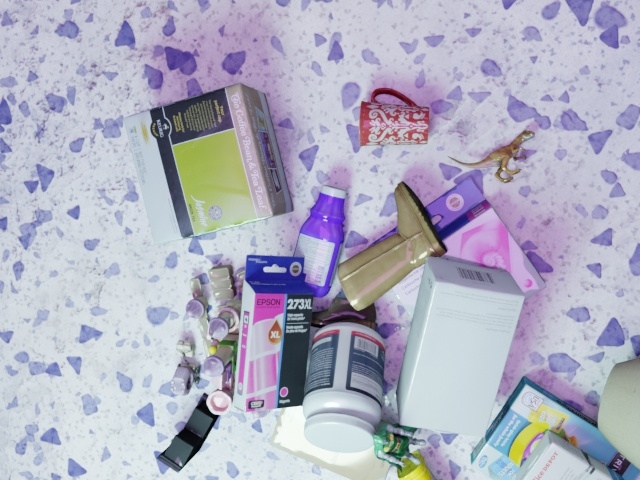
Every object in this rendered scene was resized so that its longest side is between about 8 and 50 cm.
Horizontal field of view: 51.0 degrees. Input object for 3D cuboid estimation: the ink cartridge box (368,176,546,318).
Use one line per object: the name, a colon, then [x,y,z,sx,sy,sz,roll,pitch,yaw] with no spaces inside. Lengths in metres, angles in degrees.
ink cartridge box: [0.334,0.065,1.684,0.324,0.071,0.330,-36,89,13]

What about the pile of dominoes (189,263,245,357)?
pile of dominoes: [-0.242,0.192,1.841,0.195,0.040,0.251,-8,101,12]

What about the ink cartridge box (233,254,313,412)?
ink cartridge box: [-0.110,0.223,1.633,0.069,0.175,0.371,4,90,53]

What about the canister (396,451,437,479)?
canister: [0.273,0.642,1.719,0.073,0.126,0.170,-35,90,4]

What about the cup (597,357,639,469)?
cup: [0.774,0.394,1.522,0.236,0.331,0.332,13,98,35]

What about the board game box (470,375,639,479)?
board game box: [0.586,0.539,1.668,0.336,0.079,0.254,31,100,8]

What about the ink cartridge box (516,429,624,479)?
ink cartridge box: [0.588,0.570,1.584,0.203,0.086,0.148,32,103,7]

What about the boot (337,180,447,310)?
boot: [0.152,0.010,1.681,0.269,0.089,0.236,-33,58,18]

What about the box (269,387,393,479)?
box: [0.042,0.512,1.755,0.310,0.121,0.148,19,98,10]

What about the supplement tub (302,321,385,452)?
supplement tub: [0.059,0.357,1.644,0.191,0.272,0.191,6,141,5]

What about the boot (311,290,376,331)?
boot: [0.044,0.180,1.764,0.219,0.082,0.106,4,74,15]

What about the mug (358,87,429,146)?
mug: [0.184,-0.305,1.662,0.169,0.113,0.151,3,97,8]

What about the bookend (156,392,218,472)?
bookend: [-0.349,0.518,1.819,0.072,0.157,0.156,31,101,7]

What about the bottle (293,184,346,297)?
bottle: [0.000,0.000,1.733,0.118,0.092,0.283,16,98,16]

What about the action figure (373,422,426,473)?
action figure: [0.182,0.485,1.593,0.063,0.232,0.137,10,76,35]

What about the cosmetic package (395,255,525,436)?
cosmetic package: [0.320,0.256,1.592,0.217,0.156,0.385,11,110,-3]

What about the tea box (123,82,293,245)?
tea box: [-0.276,-0.188,1.708,0.323,0.220,0.329,-12,93,13]

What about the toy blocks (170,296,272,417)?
toy blocks: [-0.262,0.306,1.712,0.308,0.260,0.289,5,103,9]

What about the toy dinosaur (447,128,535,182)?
toy dinosaur: [0.434,-0.197,1.653,0.211,0.064,0.112,-26,71,4]
